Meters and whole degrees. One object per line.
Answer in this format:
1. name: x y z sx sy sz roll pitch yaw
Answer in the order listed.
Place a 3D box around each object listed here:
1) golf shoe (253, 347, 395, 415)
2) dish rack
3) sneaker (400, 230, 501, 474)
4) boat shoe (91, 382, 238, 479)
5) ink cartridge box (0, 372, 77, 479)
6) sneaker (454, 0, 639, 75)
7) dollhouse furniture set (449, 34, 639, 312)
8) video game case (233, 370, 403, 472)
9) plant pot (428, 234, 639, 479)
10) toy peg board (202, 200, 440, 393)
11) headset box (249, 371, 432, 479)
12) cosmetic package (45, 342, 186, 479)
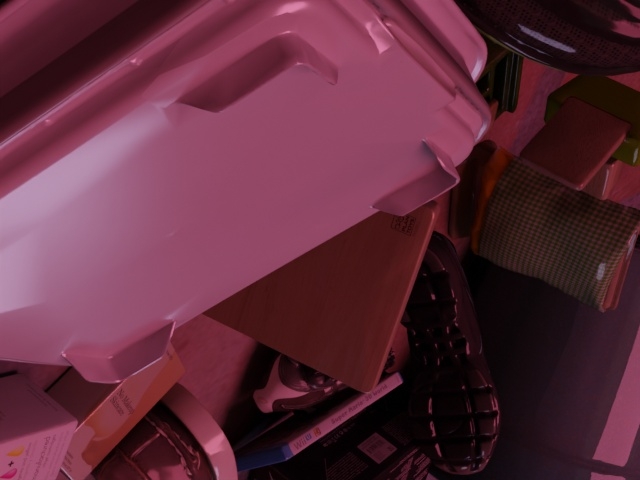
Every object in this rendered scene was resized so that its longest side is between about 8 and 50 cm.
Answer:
1. golf shoe: 0.001 0.119 0.995 0.094 0.077 0.198 -42 161 22
2. dish rack: -0.078 -0.019 0.504 0.333 0.072 0.285 -31 157 17
3. sneaker: 0.140 0.116 1.089 0.106 0.101 0.267 -37 118 -65
4. boat shoe: -0.122 0.253 0.871 0.096 0.116 0.324 -35 143 -28
5. ink cartridge box: -0.242 0.151 0.603 0.181 0.061 0.104 -8 126 -56
6. sneaker: 0.092 -0.256 0.424 0.185 0.202 0.483 -37 127 -9
7. dollhouse furniture set: 0.191 -0.020 1.001 0.151 0.197 0.301 -44 151 -27
8. video game case: -0.011 0.177 0.992 0.166 0.015 0.119 -26 180 -42
9. plant pot: 0.309 0.140 1.269 0.341 0.341 0.334 -2 114 -59
10. toy peg board: 0.000 0.000 0.758 0.079 0.160 0.161 -46 156 -56
11. headset box: 0.011 0.322 1.171 0.218 0.110 0.293 -28 142 -44
12. cosmetic package: -0.154 0.112 0.733 0.115 0.041 0.060 -47 152 -19
